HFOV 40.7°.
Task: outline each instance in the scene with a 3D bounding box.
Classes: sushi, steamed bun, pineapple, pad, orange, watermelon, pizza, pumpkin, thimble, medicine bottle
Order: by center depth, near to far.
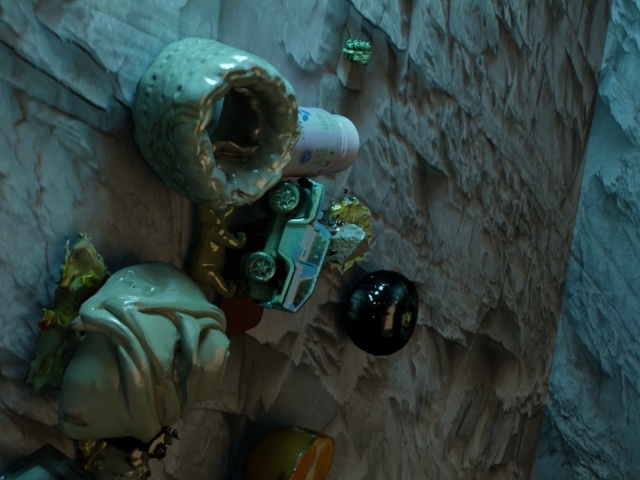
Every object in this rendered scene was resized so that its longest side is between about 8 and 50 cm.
[{"bbox_3d":[-0.283,0.203,1.508,0.324,0.220,0.309,-11,116,-72],"label":"steamed bun"},{"bbox_3d":[-0.417,0.128,1.523,0.189,0.071,0.296,1,106,-53],"label":"pizza"},{"bbox_3d":[-0.190,-0.207,1.551,0.291,0.195,0.291,-27,129,-39],"label":"thimble"},{"bbox_3d":[-0.372,0.388,1.673,0.291,0.131,0.139,-52,145,-11],"label":"sushi"},{"bbox_3d":[-0.041,-0.205,1.791,0.255,0.152,0.152,-4,111,-51],"label":"medicine bottle"},{"bbox_3d":[0.000,0.000,1.881,0.154,0.241,0.094,-44,131,-37],"label":"watermelon"},{"bbox_3d":[-0.161,0.084,1.887,0.181,0.004,0.267,-20,123,-58],"label":"pad"},{"bbox_3d":[-0.066,0.570,2.078,0.274,0.310,0.274,-1,95,-11],"label":"orange"},{"bbox_3d":[0.060,-0.018,2.123,0.221,0.047,0.221,-27,127,-43],"label":"pineapple"},{"bbox_3d":[0.163,0.190,2.271,0.233,0.163,0.233,-31,131,-45],"label":"pumpkin"}]

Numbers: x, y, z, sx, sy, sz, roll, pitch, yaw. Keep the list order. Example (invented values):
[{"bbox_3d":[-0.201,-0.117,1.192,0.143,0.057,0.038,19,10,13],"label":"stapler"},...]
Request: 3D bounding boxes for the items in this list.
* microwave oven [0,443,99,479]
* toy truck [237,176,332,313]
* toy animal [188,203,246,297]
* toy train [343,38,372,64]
[{"bbox_3d":[-0.549,0.608,1.450,0.432,0.236,0.374,-30,129,-43],"label":"microwave oven"},{"bbox_3d":[-0.070,0.007,1.770,0.156,0.155,0.278,20,84,-11],"label":"toy truck"},{"bbox_3d":[-0.216,0.001,1.730,0.101,0.103,0.218,3,111,-30],"label":"toy animal"},{"bbox_3d":[0.085,-0.427,1.953,0.083,0.033,0.053,-13,121,-50],"label":"toy train"}]
